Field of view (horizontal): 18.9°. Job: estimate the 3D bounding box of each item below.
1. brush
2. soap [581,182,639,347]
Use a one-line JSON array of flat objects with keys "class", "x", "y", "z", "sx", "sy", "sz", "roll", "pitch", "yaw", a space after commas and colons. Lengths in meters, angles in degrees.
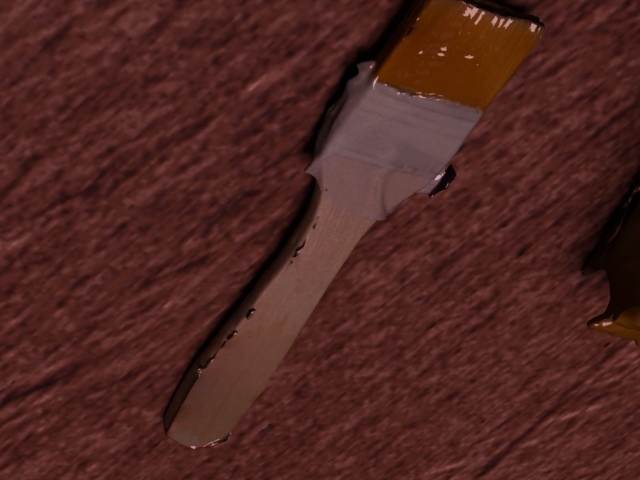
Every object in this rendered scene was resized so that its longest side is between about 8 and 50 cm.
[{"class": "brush", "x": 0.000, "y": 0.000, "z": 1.009, "sx": 0.085, "sy": 0.020, "sz": 0.336, "roll": 12, "pitch": 130, "yaw": -31}, {"class": "soap", "x": 0.289, "y": 0.034, "z": 0.943, "sx": 0.169, "sy": 0.304, "sz": 0.339, "roll": 9, "pitch": 130, "yaw": -24}]
